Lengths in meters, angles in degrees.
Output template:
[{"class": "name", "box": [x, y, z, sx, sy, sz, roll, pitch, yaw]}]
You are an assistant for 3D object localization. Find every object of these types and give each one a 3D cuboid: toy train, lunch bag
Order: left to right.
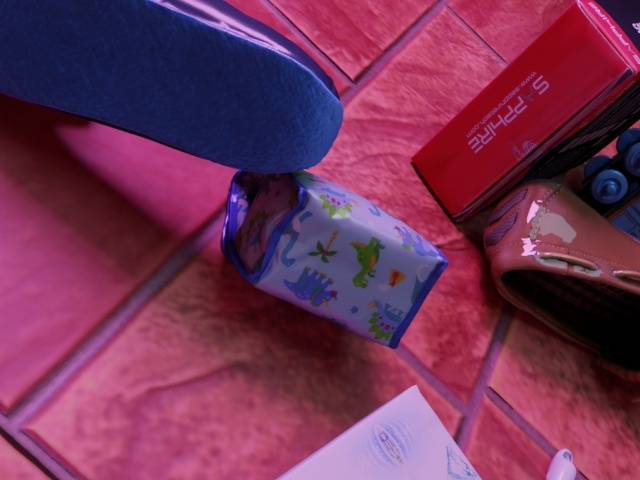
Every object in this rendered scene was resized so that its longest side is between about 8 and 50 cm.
[{"class": "lunch bag", "box": [0.000, 0.000, 0.653, 0.129, 0.096, 0.151, 27, 12, -23]}, {"class": "toy train", "box": [0.395, -0.082, 1.033, 0.105, 0.184, 0.080, 43, 23, -13]}]

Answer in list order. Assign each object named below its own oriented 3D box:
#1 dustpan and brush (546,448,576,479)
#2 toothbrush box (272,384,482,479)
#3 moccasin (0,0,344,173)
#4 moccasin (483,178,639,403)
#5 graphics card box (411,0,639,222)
[{"class": "dustpan and brush", "box": [0.174, 0.222, 0.654, 0.147, 0.060, 0.211, 46, 44, -3]}, {"class": "toothbrush box", "box": [0.042, 0.254, 0.432, 0.216, 0.126, 0.295, -20, 70, -50]}, {"class": "moccasin", "box": [-0.149, -0.137, 0.598, 0.342, 0.137, 0.117, 31, 17, -3]}, {"class": "moccasin", "box": [0.321, 0.086, 0.844, 0.380, 0.139, 0.147, 35, 45, -19]}, {"class": "graphics card box", "box": [0.283, -0.154, 0.947, 0.371, 0.233, 0.094, -21, 71, -50]}]
